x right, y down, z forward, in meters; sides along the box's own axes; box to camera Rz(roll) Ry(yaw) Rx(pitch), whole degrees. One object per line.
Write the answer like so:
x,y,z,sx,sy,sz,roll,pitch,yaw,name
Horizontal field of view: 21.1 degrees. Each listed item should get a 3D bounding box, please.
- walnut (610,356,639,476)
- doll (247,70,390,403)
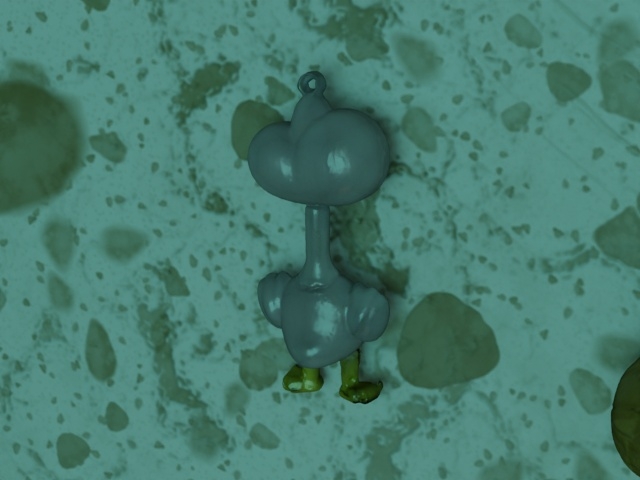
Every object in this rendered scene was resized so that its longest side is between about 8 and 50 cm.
0.383,0.172,1.685,0.197,0.165,0.165,10,109,34,walnut
-0.001,0.000,1.841,0.160,0.094,0.365,7,107,29,doll
